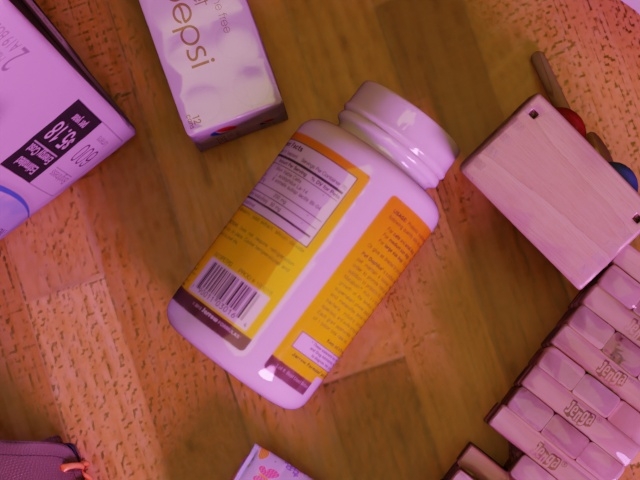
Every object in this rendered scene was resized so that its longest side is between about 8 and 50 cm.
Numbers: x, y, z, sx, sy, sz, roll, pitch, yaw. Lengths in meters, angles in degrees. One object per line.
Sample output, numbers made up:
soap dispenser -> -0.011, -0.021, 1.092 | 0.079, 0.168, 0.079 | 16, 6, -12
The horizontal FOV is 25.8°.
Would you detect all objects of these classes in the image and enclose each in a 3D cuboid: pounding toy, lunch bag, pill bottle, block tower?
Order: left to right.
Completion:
lunch bag -> -0.040, 0.194, 0.968 | 0.071, 0.053, 0.083 | 31, 76, 3
pill bottle -> 0.000, 0.000, 0.954 | 0.117, 0.117, 0.215 | 37, 87, 6
block tower -> 0.136, 0.164, 0.944 | 0.091, 0.097, 0.335 | 38, 89, 6
pounding toy -> 0.162, -0.053, 0.954 | 0.100, 0.141, 0.130 | -45, 89, 8

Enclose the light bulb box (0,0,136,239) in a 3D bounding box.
light bulb box -> -0.350, -0.073, 0.858 | 0.361, 0.358, 0.225 | -39, 82, -1

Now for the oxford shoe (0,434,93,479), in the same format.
oxford shoe -> -0.183, 0.208, 0.939 | 0.363, 0.130, 0.133 | 33, 79, 4

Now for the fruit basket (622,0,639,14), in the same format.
fruit basket -> 0.396, -0.220, 0.939 | 0.353, 0.165, 0.327 | 35, 86, 2

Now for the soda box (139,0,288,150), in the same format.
soda box -> -0.093, -0.179, 1.002 | 0.074, 0.069, 0.216 | -20, 84, 0
